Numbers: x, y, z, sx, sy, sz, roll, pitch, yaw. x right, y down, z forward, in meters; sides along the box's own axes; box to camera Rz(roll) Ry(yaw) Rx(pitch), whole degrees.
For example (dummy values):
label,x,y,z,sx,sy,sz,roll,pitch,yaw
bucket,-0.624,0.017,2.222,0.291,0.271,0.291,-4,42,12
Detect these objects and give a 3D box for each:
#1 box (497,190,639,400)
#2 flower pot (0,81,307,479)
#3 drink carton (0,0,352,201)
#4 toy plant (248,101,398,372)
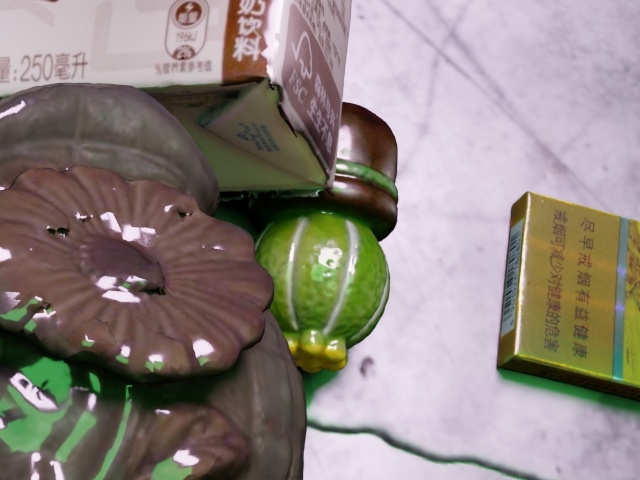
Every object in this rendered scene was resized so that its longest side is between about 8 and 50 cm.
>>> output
label,x,y,z,sx,sy,sz,roll,pitch,yaw
box,0.218,0.047,0.858,0.193,0.030,0.121,15,65,-12
flower pot,-0.151,0.072,0.579,0.302,0.301,0.213,-12,64,-21
drink carton,-0.083,-0.192,0.765,0.194,0.132,0.324,-1,65,15
toy plant,0.000,0.000,0.774,0.093,0.093,0.162,12,66,-12
